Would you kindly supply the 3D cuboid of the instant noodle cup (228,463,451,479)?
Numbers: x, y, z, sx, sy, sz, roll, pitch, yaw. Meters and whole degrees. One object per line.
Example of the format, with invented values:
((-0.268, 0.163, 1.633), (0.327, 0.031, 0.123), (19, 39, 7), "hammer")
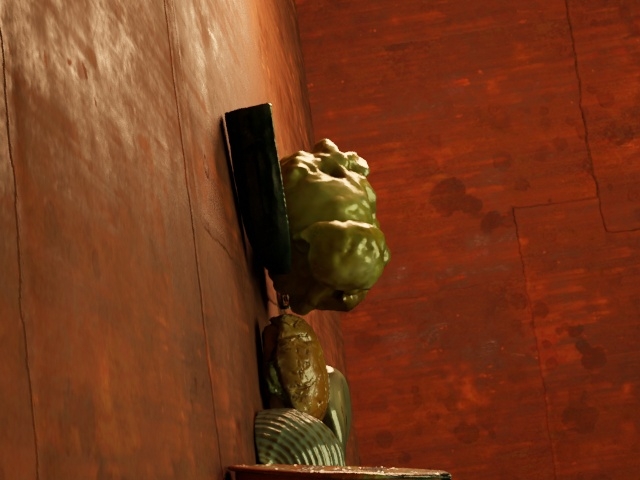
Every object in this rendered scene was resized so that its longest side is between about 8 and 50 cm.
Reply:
((0.017, 0.320, 1.365), (0.230, 0.230, 0.182), (62, 29, -79), "instant noodle cup")

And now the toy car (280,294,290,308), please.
((-0.049, 0.083, 2.213), (0.122, 0.035, 0.059), (56, 30, -86), "toy car")

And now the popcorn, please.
((0.000, 0.000, 1.989), (0.286, 0.174, 0.225), (-107, -159, -44), "popcorn")

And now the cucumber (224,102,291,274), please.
((-0.081, -0.066, 1.822), (0.115, 0.063, 0.243), (-125, -155, -77), "cucumber")

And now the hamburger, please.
((-0.034, 0.182, 1.797), (0.102, 0.087, 0.176), (63, 21, -84), "hamburger")

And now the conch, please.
((-0.025, 0.267, 1.681), (0.153, 0.102, 0.135), (70, -3, -69), "conch")

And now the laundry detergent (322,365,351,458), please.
((-0.002, 0.273, 1.987), (0.253, 0.091, 0.181), (-69, 153, -79), "laundry detergent")
